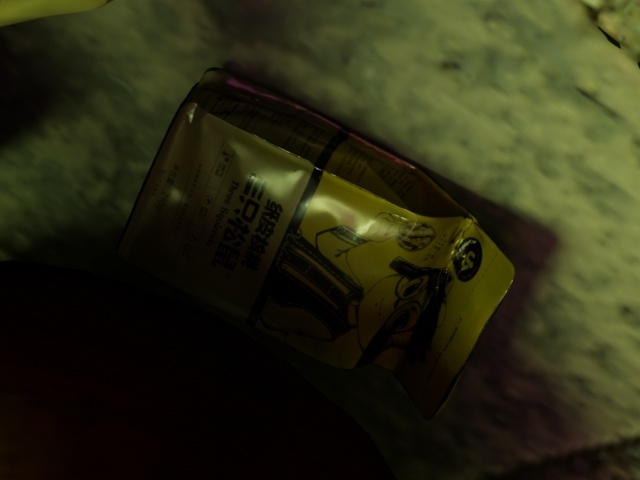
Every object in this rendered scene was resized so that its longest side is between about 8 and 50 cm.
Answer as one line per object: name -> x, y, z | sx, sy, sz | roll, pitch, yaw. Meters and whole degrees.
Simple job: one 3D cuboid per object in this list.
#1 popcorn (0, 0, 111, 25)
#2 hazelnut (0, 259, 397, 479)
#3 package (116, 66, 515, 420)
popcorn -> -0.071, -0.220, 0.352 | 0.390, 0.354, 0.344 | -24, 108, -19
hazelnut -> -0.121, 0.224, 0.570 | 0.402, 0.402, 0.429 | 1, 118, 18
package -> 0.000, 0.000, 0.598 | 0.131, 0.047, 0.071 | 26, 115, 5
